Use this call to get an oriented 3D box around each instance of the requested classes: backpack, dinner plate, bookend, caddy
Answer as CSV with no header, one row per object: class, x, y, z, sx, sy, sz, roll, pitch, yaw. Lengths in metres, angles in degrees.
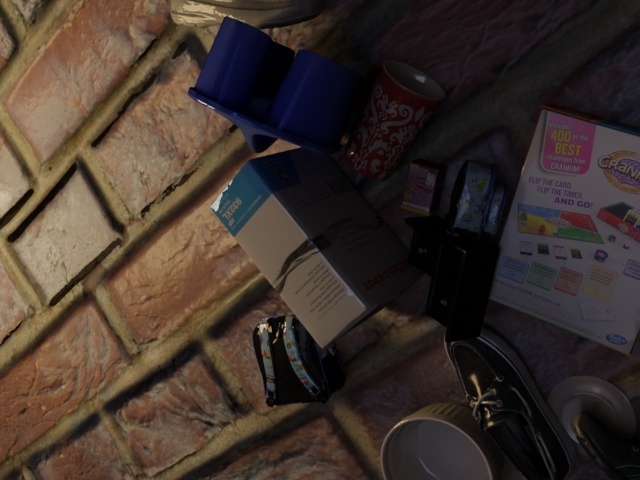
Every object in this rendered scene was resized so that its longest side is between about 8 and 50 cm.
backpack,-0.044,0.216,1.392,0.158,0.117,0.173,-13,96,33
dinner plate,0.434,0.288,1.187,0.141,0.017,0.141,7,105,28
bookend,0.198,0.058,1.196,0.157,0.072,0.156,36,124,52
caddy,-0.068,-0.222,1.170,0.241,0.341,0.179,25,101,3
backpack,0.248,-0.067,1.157,0.084,0.105,0.114,10,107,5

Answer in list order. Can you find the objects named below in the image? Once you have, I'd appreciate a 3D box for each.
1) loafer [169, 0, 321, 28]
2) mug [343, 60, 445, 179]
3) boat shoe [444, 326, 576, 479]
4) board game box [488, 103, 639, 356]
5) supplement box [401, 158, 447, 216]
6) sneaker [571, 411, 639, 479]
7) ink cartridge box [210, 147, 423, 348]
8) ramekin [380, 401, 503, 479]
loafer,-0.142,-0.432,1.288,0.319,0.112,0.111,12,117,29
mug,0.114,-0.202,1.217,0.113,0.150,0.169,20,123,-14
boat shoe,0.296,0.273,1.206,0.108,0.102,0.301,-41,78,39
board game box,0.404,-0.018,1.097,0.242,0.064,0.316,23,113,24
supplement box,0.173,-0.089,1.228,0.055,0.043,0.083,20,113,26
sneaker,0.503,0.352,1.124,0.267,0.101,0.106,44,96,6
ink cartridge box,0.000,0.000,1.247,0.307,0.223,0.129,51,122,10
ramekin,0.220,0.384,1.283,0.207,0.109,0.207,8,106,29
